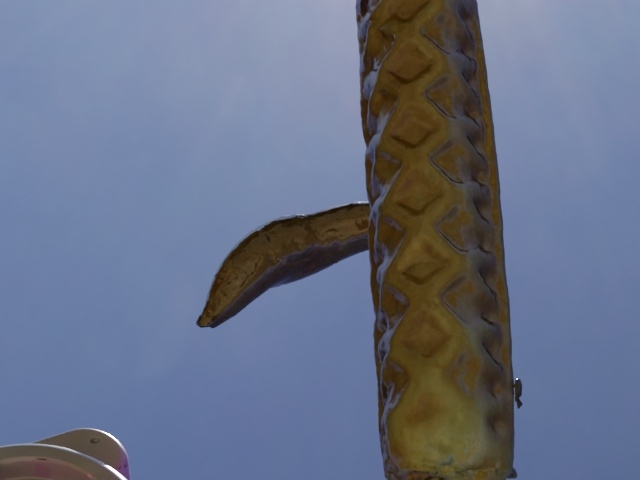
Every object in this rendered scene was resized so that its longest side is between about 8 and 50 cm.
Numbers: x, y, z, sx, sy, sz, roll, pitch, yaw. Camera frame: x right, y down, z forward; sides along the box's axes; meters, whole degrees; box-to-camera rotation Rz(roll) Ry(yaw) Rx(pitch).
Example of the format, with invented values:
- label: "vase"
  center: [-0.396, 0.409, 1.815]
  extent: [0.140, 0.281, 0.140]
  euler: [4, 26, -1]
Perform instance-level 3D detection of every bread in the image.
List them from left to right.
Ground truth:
- label: "bread"
  center: [0.061, -0.024, 0.927]
  extent: [0.077, 0.084, 0.367]
  euler: [-23, -126, 35]

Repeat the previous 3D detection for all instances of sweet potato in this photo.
- label: "sweet potato"
  center: [0.001, -0.001, 1.377]
  extent: [0.249, 0.059, 0.069]
  euler: [-23, -153, -11]

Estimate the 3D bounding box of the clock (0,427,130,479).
- label: "clock"
  center: [-0.225, 0.255, 1.290]
  extent: [0.227, 0.090, 0.248]
  euler: [-16, -146, -23]
